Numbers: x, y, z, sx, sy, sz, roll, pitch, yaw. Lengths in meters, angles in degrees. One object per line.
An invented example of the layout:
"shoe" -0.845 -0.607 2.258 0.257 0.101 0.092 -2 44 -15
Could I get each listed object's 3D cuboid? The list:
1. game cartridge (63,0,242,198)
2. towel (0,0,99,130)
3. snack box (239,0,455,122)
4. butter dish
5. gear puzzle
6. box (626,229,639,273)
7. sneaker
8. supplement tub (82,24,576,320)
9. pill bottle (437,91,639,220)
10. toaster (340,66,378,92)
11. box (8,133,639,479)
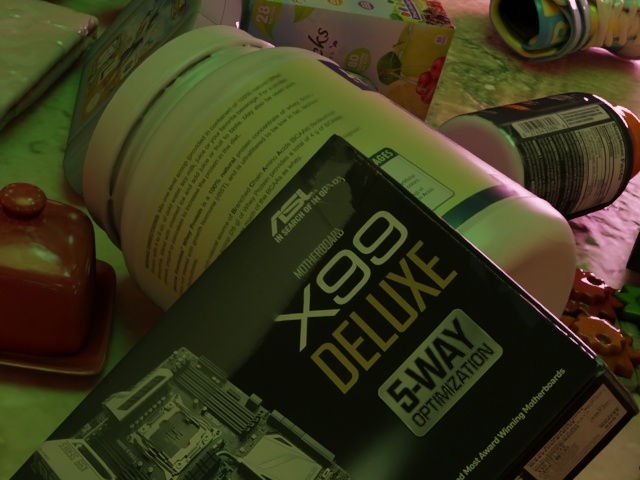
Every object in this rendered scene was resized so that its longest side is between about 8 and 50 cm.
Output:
"game cartridge" -0.157 -0.179 1.283 0.062 0.198 0.297 34 24 -22
"towel" -0.425 -0.200 1.325 0.332 0.053 0.317 18 31 2
"snack box" 0.010 -0.165 1.352 0.207 0.174 0.070 6 34 -15
"butter dish" -0.229 0.011 1.008 0.160 0.118 0.160 10 30 -10
"gear puzzle" 0.287 0.079 1.212 0.339 0.044 0.175 12 31 -7
"box" 0.408 0.020 1.347 0.184 0.045 0.191 21 22 11
"sneaker" 0.368 -0.284 1.770 0.319 0.127 0.208 13 27 13
"supplement tub" 0.000 0.000 1.009 0.325 0.235 0.235 37 36 27
"pill bottle" 0.230 -0.080 1.363 0.246 0.130 0.130 -15 42 -42
"toaster" -0.025 -0.088 1.262 0.227 0.129 0.146 10 35 -14
"box" -0.011 0.121 0.774 0.242 0.307 0.076 45 2 38
